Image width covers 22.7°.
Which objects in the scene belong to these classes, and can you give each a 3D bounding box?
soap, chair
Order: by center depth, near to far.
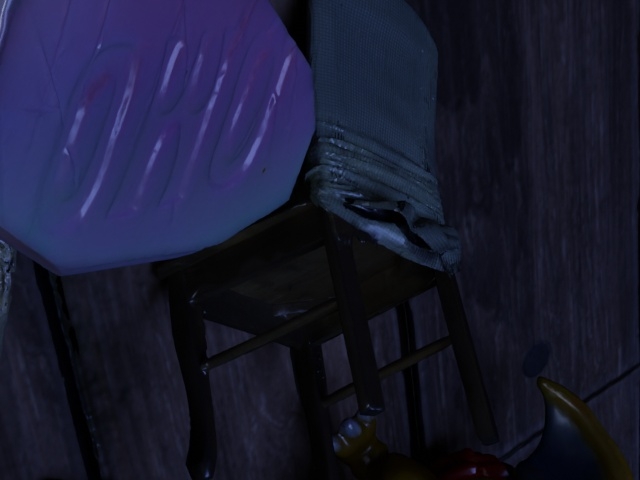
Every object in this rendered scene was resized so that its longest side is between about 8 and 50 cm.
[{"bbox_3d":[-0.118,-0.084,0.875,0.324,0.109,0.193,-9,123,-61],"label":"soap"},{"bbox_3d":[0.000,0.000,1.088,0.186,0.319,0.160,-28,148,33],"label":"chair"}]

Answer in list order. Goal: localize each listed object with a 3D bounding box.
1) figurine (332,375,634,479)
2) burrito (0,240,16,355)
[{"bbox_3d":[0.135,0.306,1.193,0.401,0.387,0.268,-43,158,-13],"label":"figurine"},{"bbox_3d":[-0.221,0.071,0.976,0.058,0.045,0.188,-1,114,-35],"label":"burrito"}]
